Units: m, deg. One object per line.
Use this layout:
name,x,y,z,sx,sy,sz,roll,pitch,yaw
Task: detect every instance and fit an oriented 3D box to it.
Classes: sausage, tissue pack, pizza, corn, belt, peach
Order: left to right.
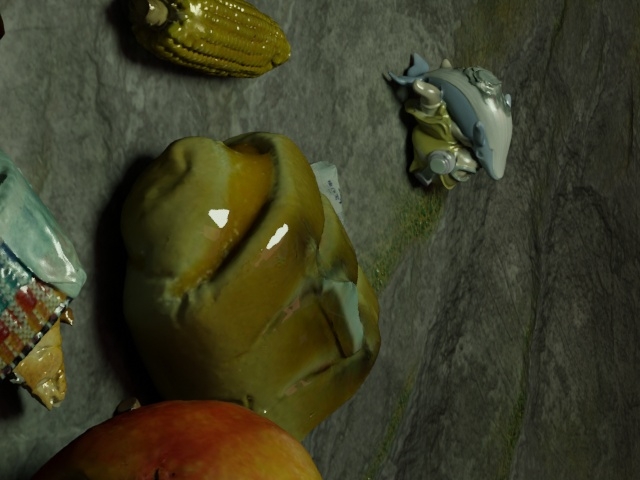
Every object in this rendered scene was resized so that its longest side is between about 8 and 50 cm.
belt,-0.326,0.035,1.347,0.257,0.207,0.150,-52,134,-23
pizza,-0.289,0.080,1.537,0.154,0.069,0.194,-54,139,-45
sausage,-0.182,0.215,1.740,0.026,0.026,0.116,-58,135,-42
peach,-0.134,0.326,1.557,0.373,0.290,0.372,7,81,-57
corn,-0.119,-0.228,1.801,0.262,0.097,0.097,11,79,-60
tissue pack,0.000,0.000,2.042,0.122,0.026,0.193,-21,107,-57

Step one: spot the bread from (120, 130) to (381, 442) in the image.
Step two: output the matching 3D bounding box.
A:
bread,-0.066,0.042,1.769,0.300,0.210,0.341,-53,131,-48

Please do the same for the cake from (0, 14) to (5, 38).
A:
cake,-0.375,-0.201,1.329,0.178,0.185,0.207,-29,141,-16

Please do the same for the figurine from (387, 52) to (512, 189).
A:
figurine,0.176,-0.163,2.241,0.208,0.184,0.128,46,35,4
